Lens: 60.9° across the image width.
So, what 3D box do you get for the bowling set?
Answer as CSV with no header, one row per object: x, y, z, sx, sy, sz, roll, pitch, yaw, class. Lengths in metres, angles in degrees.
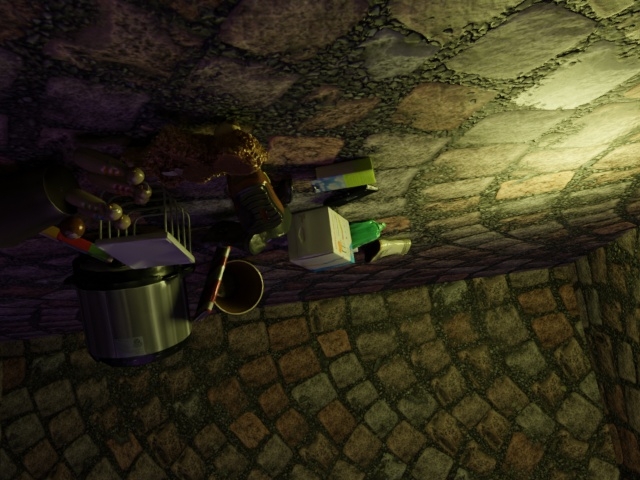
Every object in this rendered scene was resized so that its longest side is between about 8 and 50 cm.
-0.497,-0.076,1.278,0.154,0.199,0.287,20,171,-3,bowling set

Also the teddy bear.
-0.287,-0.200,1.234,0.338,0.113,0.245,-11,159,42,teddy bear

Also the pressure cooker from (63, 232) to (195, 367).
-0.644,0.182,1.894,0.376,0.420,0.370,8,-161,42,pressure cooker

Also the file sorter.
-0.493,-0.038,1.557,0.193,0.173,0.277,-7,165,0,file sorter

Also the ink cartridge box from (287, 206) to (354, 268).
0.000,0.000,1.943,0.168,0.171,0.233,-13,165,18,ink cartridge box

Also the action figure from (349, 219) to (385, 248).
0.139,-0.021,2.071,0.232,0.137,0.063,-19,168,8,action figure

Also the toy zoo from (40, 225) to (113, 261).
-0.747,-0.009,1.581,0.293,0.030,0.192,27,166,-21,toy zoo

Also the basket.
-0.710,-0.090,1.315,0.227,0.154,0.204,-15,147,14,basket

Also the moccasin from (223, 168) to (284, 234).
-0.192,-0.121,1.503,0.139,0.147,0.380,-23,160,1,moccasin

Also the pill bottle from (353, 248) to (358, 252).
0.048,0.021,2.164,0.194,0.108,0.108,-8,165,5,pill bottle

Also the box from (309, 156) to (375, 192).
0.063,-0.183,1.543,0.178,0.042,0.109,-9,164,8,box

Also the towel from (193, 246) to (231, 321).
-0.369,0.120,1.936,0.037,0.329,0.237,21,157,-16,towel

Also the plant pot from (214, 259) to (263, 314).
-0.414,0.208,2.474,0.237,0.237,0.254,0,178,-25,plant pot

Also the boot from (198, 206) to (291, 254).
-0.246,-0.045,1.785,0.229,0.091,0.263,9,-146,36,boot

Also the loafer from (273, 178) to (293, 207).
-0.118,-0.136,1.602,0.061,0.062,0.170,2,162,-15,loafer

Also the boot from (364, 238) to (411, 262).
0.298,0.045,2.444,0.165,0.077,0.213,-4,162,-19,boot

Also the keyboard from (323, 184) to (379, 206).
0.089,-0.145,1.742,0.180,0.023,0.108,-21,167,38,keyboard

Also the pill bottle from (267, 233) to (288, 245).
-0.173,-0.026,1.940,0.078,0.078,0.137,-19,162,37,pill bottle
